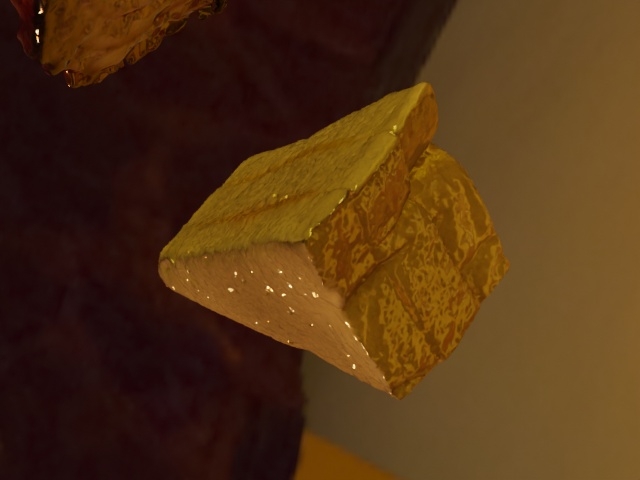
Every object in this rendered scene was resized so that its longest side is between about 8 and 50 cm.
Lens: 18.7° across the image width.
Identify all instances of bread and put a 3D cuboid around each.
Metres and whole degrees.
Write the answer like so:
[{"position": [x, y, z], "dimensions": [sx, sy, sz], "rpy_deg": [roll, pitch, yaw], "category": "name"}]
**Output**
[{"position": [-0.013, -0.015, 0.728], "dimensions": [0.152, 0.077, 0.105], "rpy_deg": [21, -26, 41], "category": "bread"}]

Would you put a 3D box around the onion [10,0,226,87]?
[{"position": [-0.107, -0.226, 1.094], "dimensions": [0.146, 0.314, 0.280], "rpy_deg": [39, -62, 10], "category": "onion"}]
